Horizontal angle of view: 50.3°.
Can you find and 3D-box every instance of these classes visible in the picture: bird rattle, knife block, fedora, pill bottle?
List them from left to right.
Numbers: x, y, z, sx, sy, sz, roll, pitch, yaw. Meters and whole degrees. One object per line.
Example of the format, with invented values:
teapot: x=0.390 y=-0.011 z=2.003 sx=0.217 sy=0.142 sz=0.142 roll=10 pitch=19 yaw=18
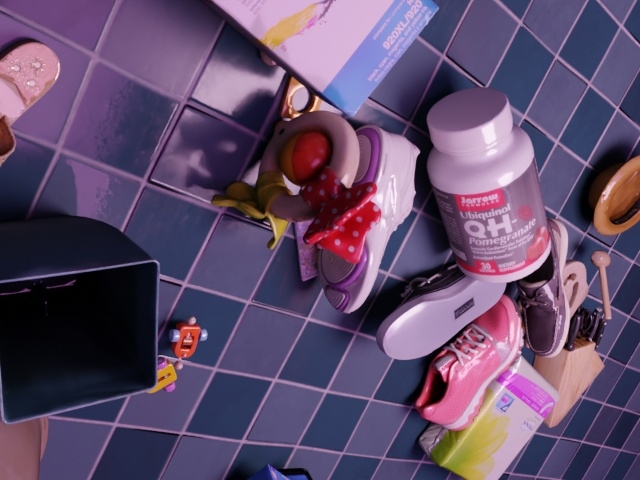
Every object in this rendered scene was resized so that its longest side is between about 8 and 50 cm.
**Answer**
bird rattle: x=-0.023 y=-0.085 z=0.931 sx=0.143 sy=0.254 sz=0.206 roll=23 pitch=74 yaw=-40
pill bottle: x=0.283 y=-0.093 z=1.166 sx=0.176 sy=0.176 sz=0.318 roll=-36 pitch=128 yaw=-15
knife block: x=0.555 y=0.270 z=1.587 sx=0.275 sy=0.088 sz=0.242 roll=-49 pitch=129 yaw=-4
fedora: x=0.642 y=-0.107 z=1.468 sx=0.195 sy=0.079 sz=0.194 roll=-16 pitch=125 yaw=-23

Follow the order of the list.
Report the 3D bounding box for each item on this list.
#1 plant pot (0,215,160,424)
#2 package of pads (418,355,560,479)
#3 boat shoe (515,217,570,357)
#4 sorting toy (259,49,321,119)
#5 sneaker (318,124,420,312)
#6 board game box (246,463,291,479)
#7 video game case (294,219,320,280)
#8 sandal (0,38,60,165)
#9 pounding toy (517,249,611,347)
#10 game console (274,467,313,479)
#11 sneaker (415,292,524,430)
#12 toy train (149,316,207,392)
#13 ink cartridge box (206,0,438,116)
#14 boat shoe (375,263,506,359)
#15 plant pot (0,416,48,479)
plant pot: x=-0.311 y=0.063 z=0.796 sx=0.166 sy=0.234 sz=0.165 roll=-8 pitch=116 yaw=-32
package of pads: x=0.381 y=0.397 z=1.522 sx=0.296 sy=0.101 sz=0.229 roll=-52 pitch=129 yaw=-2
boat shoe: x=0.439 y=0.092 z=1.368 sx=0.092 sy=0.103 sz=0.284 roll=7 pitch=86 yaw=-43
sorting toy: x=0.017 y=-0.330 z=0.952 sx=0.196 sy=0.047 sz=0.347 roll=-8 pitch=116 yaw=-32
sneaker: x=0.092 y=-0.026 z=1.098 sx=0.152 sy=0.114 sz=0.304 roll=3 pitch=106 yaw=-44
board game box: x=-0.125 y=0.511 z=1.228 sx=0.210 sy=0.047 sz=0.160 roll=-38 pitch=127 yaw=6
video game case: x=0.000 y=0.000 z=1.124 sx=0.087 sy=0.011 sz=0.121 roll=-21 pitch=122 yaw=-25
sandal: x=-0.379 y=-0.123 z=0.760 sx=0.240 sy=0.079 sz=0.088 roll=-51 pitch=130 yaw=-3
pounding toy: x=0.518 y=0.119 z=1.442 sx=0.154 sy=0.155 sz=0.269 roll=34 pitch=91 yaw=-45
game console: x=-0.065 y=0.484 z=1.272 sx=0.107 sy=0.071 sz=0.122 roll=-44 pitch=130 yaw=-28
sneaker: x=0.299 y=0.246 z=1.383 sx=0.136 sy=0.116 sz=0.313 roll=21 pitch=99 yaw=-37
toy train: x=-0.257 y=0.166 z=1.009 sx=0.166 sy=0.046 sz=0.125 roll=0 pitch=110 yaw=-38
ink cartridge box: x=-0.019 y=-0.296 z=0.817 sx=0.233 sy=0.171 sz=0.168 roll=36 pitch=98 yaw=-26
boat shoe: x=0.206 y=0.115 z=1.262 sx=0.306 sy=0.105 sz=0.113 roll=-30 pitch=122 yaw=-27
plant pot: x=-0.459 y=0.295 z=0.780 sx=0.323 sy=0.280 sz=0.322 roll=-16 pitch=121 yaw=-28
